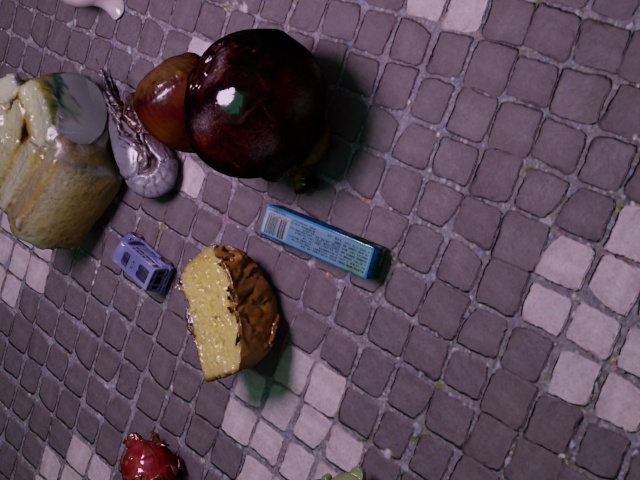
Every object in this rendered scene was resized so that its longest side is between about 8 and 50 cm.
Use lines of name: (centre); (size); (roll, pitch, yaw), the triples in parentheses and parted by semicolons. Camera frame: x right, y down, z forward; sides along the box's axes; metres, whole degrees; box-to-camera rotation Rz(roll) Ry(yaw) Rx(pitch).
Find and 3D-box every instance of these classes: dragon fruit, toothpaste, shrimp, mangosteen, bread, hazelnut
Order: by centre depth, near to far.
mangosteen: (-0.109, -0.248, 1.525); (0.297, 0.293, 0.297); (-166, 90, -75)
toothpaste: (0.000, 0.000, 1.562); (0.266, 0.050, 0.065); (23, 101, 34)
bread: (-0.170, 0.143, 1.627); (0.160, 0.147, 0.261); (-37, 64, 38)
hazelnut: (-0.278, -0.275, 1.698); (0.208, 0.208, 0.208); (-1, 88, 35)
dragon fruit: (-0.370, 0.493, 1.770); (0.136, 0.133, 0.166); (-32, 66, -15)
shrimp: (-0.413, -0.253, 1.823); (0.145, 0.116, 0.343); (-31, 78, 30)
bread: (-0.597, -0.203, 1.877); (0.264, 0.239, 0.395); (-32, 73, 30)

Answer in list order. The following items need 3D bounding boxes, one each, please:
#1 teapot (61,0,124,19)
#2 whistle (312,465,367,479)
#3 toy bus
teapot: (-0.558, -0.661, 1.927); (0.204, 0.139, 0.298); (-25, 77, 34)
whistle: (0.011, 0.486, 1.519); (0.227, 0.085, 0.105); (-22, 72, 33)
toy bus: (-0.406, 0.045, 1.833); (0.167, 0.076, 0.073); (35, 108, 30)
